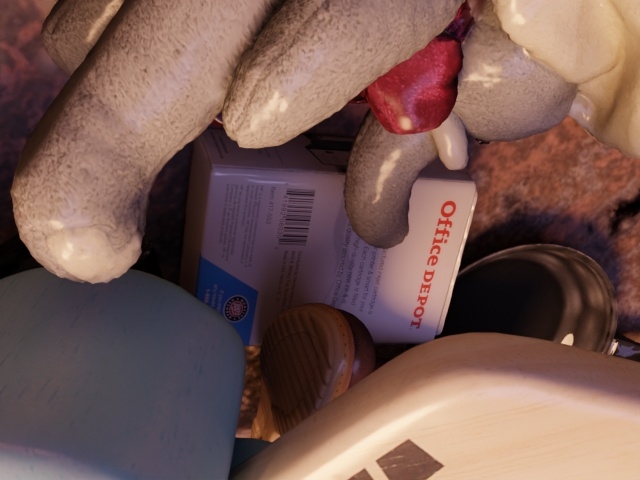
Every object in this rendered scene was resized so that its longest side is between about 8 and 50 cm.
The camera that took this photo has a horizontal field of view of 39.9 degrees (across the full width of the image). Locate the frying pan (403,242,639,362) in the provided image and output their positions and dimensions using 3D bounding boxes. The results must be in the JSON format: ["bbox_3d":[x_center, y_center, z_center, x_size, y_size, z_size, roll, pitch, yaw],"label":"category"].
[{"bbox_3d":[0.222,0.070,0.768,0.326,0.053,0.197,-13,121,-11],"label":"frying pan"}]

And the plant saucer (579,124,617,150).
[{"bbox_3d":[0.262,-0.163,0.665,0.198,0.036,0.199,-7,119,-13],"label":"plant saucer"}]

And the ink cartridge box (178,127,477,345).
[{"bbox_3d":[0.000,0.000,0.644,0.190,0.082,0.140,1,117,-19],"label":"ink cartridge box"}]

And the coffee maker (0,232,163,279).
[{"bbox_3d":[-0.135,0.082,0.600,0.171,0.120,0.178,5,126,28],"label":"coffee maker"}]

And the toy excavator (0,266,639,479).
[{"bbox_3d":[-0.043,0.126,0.406,0.433,0.222,0.445,39,115,-16],"label":"toy excavator"}]

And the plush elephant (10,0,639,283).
[{"bbox_3d":[0.029,-0.111,0.480,0.255,0.272,0.330,35,102,-29],"label":"plush elephant"}]

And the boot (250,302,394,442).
[{"bbox_3d":[0.062,0.101,0.635,0.206,0.090,0.248,-7,152,-16],"label":"boot"}]
